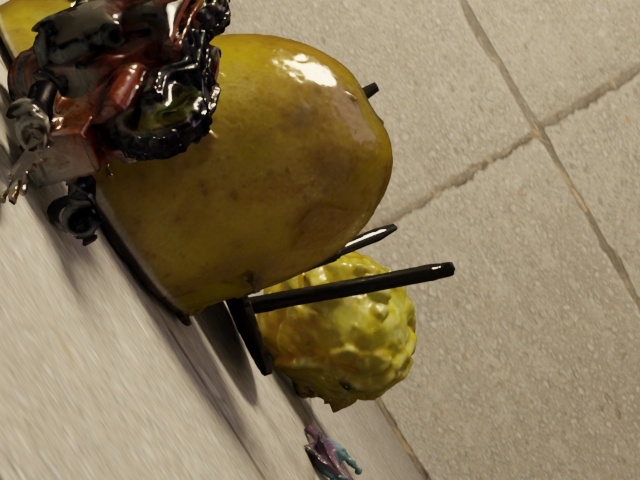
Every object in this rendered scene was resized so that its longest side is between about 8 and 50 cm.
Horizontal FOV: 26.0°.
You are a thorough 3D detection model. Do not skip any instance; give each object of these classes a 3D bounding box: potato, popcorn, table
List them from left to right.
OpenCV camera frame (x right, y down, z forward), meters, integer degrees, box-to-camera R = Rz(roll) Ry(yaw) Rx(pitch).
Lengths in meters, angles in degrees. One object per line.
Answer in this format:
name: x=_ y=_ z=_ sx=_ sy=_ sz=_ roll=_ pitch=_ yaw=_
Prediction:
potato: x=-0.112 y=-0.134 z=1.436 sx=0.397 sy=0.296 sz=0.290 roll=61 pitch=1 yaw=18
table: x=0.000 y=0.000 z=1.671 sx=0.317 sy=0.249 sz=0.317 roll=160 pitch=-90 yaw=-82
popcorn: x=0.019 y=0.138 z=1.936 sx=0.192 sy=0.233 sz=0.266 roll=-80 pitch=180 yaw=-50

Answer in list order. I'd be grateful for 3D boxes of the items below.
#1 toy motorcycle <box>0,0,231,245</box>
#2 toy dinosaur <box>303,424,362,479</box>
toy motorcycle: x=-0.187 y=-0.111 z=1.167 sx=0.401 sy=0.207 sz=0.134 roll=-89 pitch=166 yaw=-53
toy dinosaur: x=0.014 y=0.280 z=1.771 sx=0.080 sy=0.045 sz=0.197 roll=45 pitch=-1 yaw=-17
